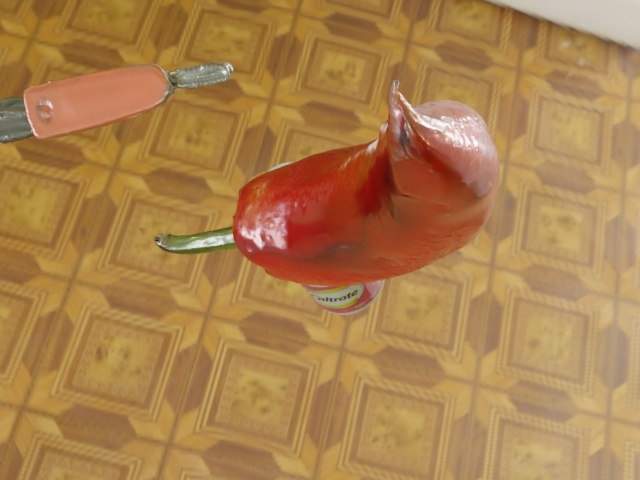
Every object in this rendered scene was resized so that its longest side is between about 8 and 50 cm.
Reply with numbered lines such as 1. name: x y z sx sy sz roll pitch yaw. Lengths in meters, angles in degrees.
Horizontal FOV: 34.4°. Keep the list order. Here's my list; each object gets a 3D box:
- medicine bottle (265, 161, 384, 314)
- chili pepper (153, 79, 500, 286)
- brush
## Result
1. medicine bottle: 0.000 0.000 1.063 0.090 0.217 0.091 -8 63 16
2. chili pepper: 0.016 -0.029 0.602 0.137 0.368 0.092 12 74 -22
3. brush: -0.264 -0.178 1.297 0.323 0.051 0.070 -10 98 10
